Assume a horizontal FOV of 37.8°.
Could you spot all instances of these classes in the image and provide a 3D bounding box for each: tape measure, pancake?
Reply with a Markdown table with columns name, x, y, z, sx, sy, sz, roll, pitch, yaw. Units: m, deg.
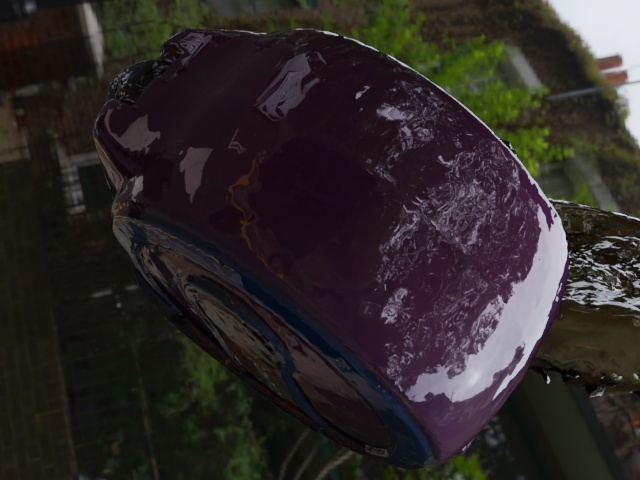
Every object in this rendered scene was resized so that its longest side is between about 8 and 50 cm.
| name | x | y | z | sx | sy | sz | roll | pitch | yaw |
| --- | --- | --- | --- | --- | --- | --- | --- | --- | --- |
| tape measure | 0.000 | 0.000 | 0.479 | 0.245 | 0.149 | 0.231 | 30 | -21 | 25 |
| pancake | 0.234 | 0.037 | 0.807 | 0.382 | 0.382 | 0.071 | -131 | -134 | -67 |
